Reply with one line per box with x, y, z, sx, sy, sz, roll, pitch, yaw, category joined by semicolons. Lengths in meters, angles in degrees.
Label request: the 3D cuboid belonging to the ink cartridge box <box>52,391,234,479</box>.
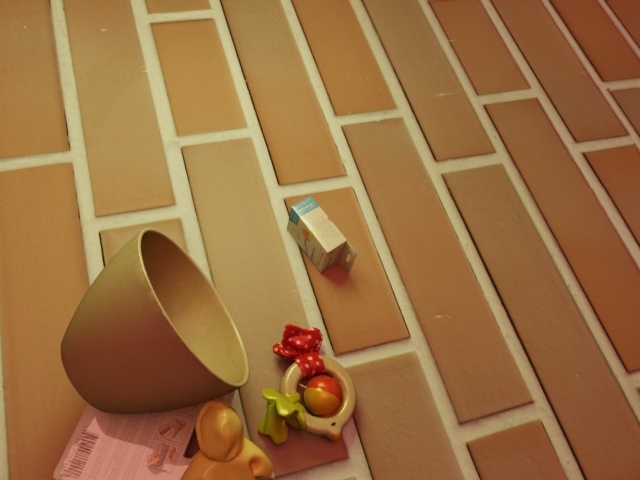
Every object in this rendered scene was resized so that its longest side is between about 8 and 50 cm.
-0.324;0.358;1.200;0.261;0.066;0.296;18;59;1;ink cartridge box

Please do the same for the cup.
-0.318;0.177;1.116;0.236;0.331;0.331;-32;67;4;cup

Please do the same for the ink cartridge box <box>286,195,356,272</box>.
0.000;0.000;1.444;0.061;0.104;0.181;-30;69;-24;ink cartridge box

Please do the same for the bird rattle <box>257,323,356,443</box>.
-0.024;0.305;1.280;0.206;0.143;0.254;28;45;-6;bird rattle

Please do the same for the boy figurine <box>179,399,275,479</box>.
-0.170;0.409;1.076;0.177;0.285;0.092;-15;24;-15;boy figurine
